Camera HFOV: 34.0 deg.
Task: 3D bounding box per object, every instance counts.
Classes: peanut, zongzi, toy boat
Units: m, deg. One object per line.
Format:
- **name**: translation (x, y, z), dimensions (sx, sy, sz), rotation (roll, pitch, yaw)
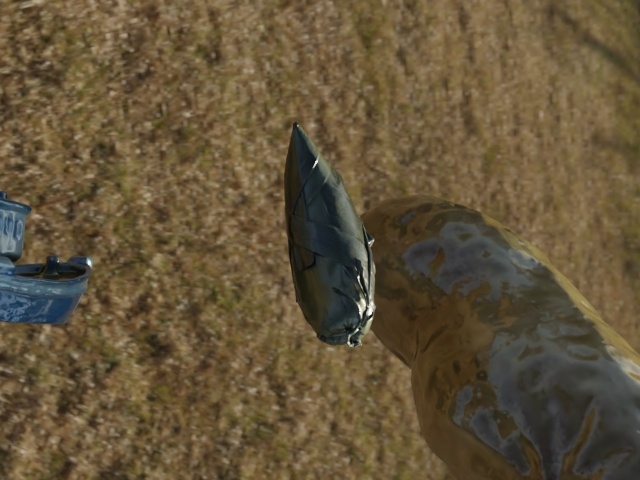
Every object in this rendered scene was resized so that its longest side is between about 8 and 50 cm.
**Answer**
- **peanut**: translation (0.149, 0.105, 0.887), dimensions (0.192, 0.387, 0.170), rotation (-14, 138, -29)
- **zongzi**: translation (0.000, 0.000, 0.677), dimensions (0.109, 0.055, 0.119), rotation (-94, 166, -49)
- **toy boat**: translation (-0.241, 0.013, 0.808), dimensions (0.215, 0.088, 0.102), rotation (18, 78, -69)
